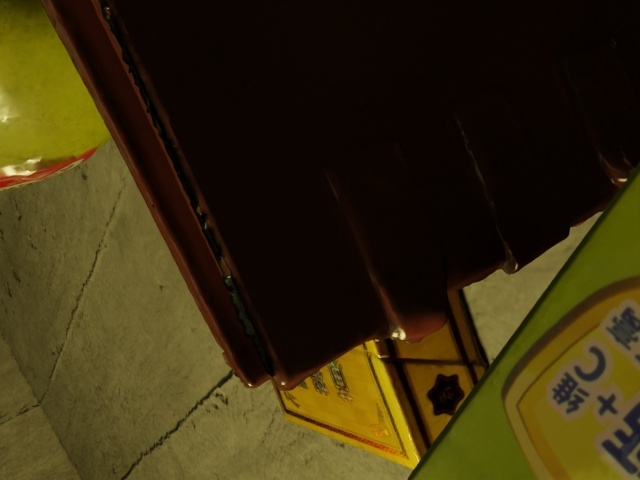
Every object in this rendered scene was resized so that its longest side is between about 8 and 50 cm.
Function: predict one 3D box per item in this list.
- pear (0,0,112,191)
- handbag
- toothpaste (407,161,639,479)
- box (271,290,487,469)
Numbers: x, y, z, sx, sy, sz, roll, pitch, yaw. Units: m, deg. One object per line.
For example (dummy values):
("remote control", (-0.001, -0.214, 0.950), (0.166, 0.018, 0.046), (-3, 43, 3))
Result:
("pear", (-0.286, -0.177, 0.926), (0.375, 0.287, 0.287), (-74, -41, -86))
("handbag", (0.022, -0.110, 0.418), (0.084, 0.260, 0.275), (-16, 102, 61))
("toothpaste", (0.157, -0.002, 0.308), (0.110, 0.077, 0.327), (48, 119, 31))
("box", (0.000, 0.000, 0.760), (0.193, 0.084, 0.301), (6, 120, 60))
